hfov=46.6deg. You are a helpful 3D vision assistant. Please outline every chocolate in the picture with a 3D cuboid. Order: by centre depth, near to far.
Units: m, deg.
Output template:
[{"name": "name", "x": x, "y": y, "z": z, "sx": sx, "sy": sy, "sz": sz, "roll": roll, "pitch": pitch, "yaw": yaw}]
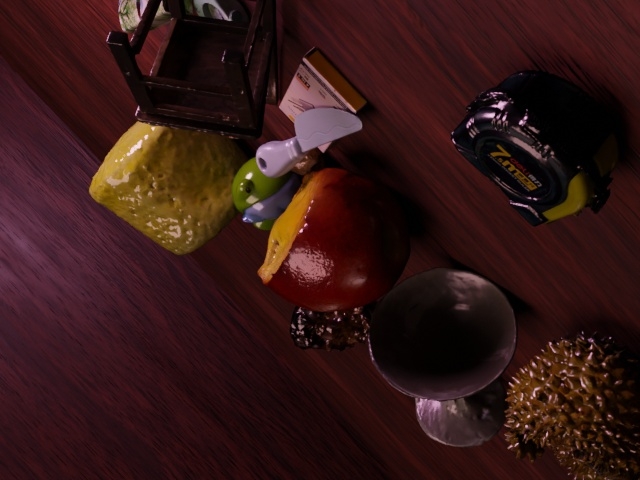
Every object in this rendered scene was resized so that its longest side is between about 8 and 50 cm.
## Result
[{"name": "chocolate", "x": 0.051, "y": 0.211, "z": 1.909, "sx": 0.177, "sy": 0.206, "sz": 0.224, "roll": 21, "pitch": 146, "yaw": 32}]

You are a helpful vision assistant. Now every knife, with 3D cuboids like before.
[{"name": "knife", "x": -0.028, "y": -0.186, "z": 1.336, "sx": 0.331, "sy": 0.044, "sz": 0.080, "roll": -20, "pitch": 94, "yaw": 57}]

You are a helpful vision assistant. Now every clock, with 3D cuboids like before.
[{"name": "clock", "x": -0.166, "y": -0.397, "z": 1.324, "sx": 0.135, "sy": 0.041, "sz": 0.101, "roll": 47, "pitch": 161, "yaw": -8}]

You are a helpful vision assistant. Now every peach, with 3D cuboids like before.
[{"name": "peach", "x": 0.000, "y": 0.000, "z": 1.414, "sx": 0.338, "sy": 0.281, "sz": 0.281, "roll": 2, "pitch": 137, "yaw": 38}]

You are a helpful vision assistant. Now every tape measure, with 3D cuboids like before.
[{"name": "tape measure", "x": 0.266, "y": -0.112, "z": 0.884, "sx": 0.199, "sy": 0.112, "sz": 0.186, "roll": 41, "pitch": 169, "yaw": -3}]

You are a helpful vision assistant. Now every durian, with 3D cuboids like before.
[{"name": "durian", "x": 0.425, "y": 0.276, "z": 1.187, "sx": 0.258, "sy": 0.258, "sz": 0.293, "roll": 35, "pitch": 169, "yaw": 29}]

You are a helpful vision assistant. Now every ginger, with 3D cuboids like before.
[{"name": "ginger", "x": -0.013, "y": -0.150, "z": 1.482, "sx": 0.165, "sy": 0.067, "sz": 0.096, "roll": 33, "pitch": 160, "yaw": -3}]

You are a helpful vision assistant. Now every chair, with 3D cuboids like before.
[{"name": "chair", "x": -0.180, "y": -0.270, "z": 1.222, "sx": 0.203, "sy": 0.240, "sz": 0.416, "roll": 8, "pitch": 156, "yaw": 2}]

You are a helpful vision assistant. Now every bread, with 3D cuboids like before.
[{"name": "bread", "x": -0.335, "y": -0.158, "z": 1.760, "sx": 0.308, "sy": 0.348, "sz": 0.348, "roll": 41, "pitch": 163, "yaw": -15}]

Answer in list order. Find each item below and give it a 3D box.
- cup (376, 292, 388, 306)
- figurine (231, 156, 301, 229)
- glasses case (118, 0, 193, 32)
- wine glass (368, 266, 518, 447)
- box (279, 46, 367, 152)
[{"name": "cup", "x": 0.182, "y": 0.161, "z": 1.753, "sx": 0.054, "sy": 0.075, "sz": 0.083, "roll": 12, "pitch": -172, "yaw": -46}, {"name": "figurine", "x": -0.112, "y": -0.098, "z": 1.662, "sx": 0.143, "sy": 0.162, "sz": 0.263, "roll": 54, "pitch": 175, "yaw": 18}, {"name": "glasses case", "x": -0.324, "y": -0.464, "z": 1.433, "sx": 0.272, "sy": 0.062, "sz": 0.095, "roll": 12, "pitch": 108, "yaw": 59}, {"name": "wine glass", "x": 0.260, "y": 0.256, "z": 1.480, "sx": 0.267, "sy": 0.267, "sz": 0.406, "roll": 35, "pitch": 164, "yaw": 30}, {"name": "box", "x": -0.004, "y": -0.236, "z": 1.322, "sx": 0.129, "sy": 0.033, "sz": 0.247, "roll": 45, "pitch": 162, "yaw": -1}]
